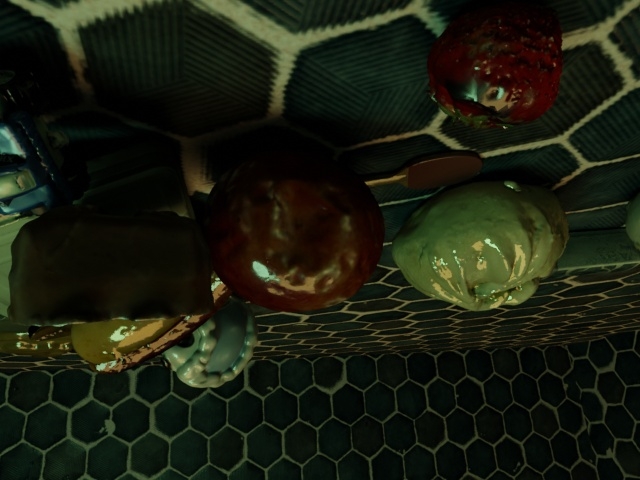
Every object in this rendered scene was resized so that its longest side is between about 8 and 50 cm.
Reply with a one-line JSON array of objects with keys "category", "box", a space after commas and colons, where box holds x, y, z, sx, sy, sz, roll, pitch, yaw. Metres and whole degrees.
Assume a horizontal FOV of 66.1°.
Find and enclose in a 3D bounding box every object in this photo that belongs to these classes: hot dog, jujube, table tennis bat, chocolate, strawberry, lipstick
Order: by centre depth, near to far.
[{"category": "strawberry", "box": [0.131, -0.132, 0.365, 0.106, 0.106, 0.106, -4, 160, -1]}, {"category": "chocolate", "box": [-0.175, 0.020, 0.438, 0.149, 0.093, 0.214, -5, 178, -18]}, {"category": "jujube", "box": [-0.031, -0.006, 0.556, 0.190, 0.189, 0.255, -4, 171, -3]}, {"category": "table tennis bat", "box": [0.120, -0.082, 0.610, 0.157, 0.013, 0.087, -8, 162, 6]}, {"category": "hot dog", "box": [-0.228, 0.096, 0.680, 0.326, 0.107, 0.194, -33, 164, 20]}, {"category": "lipstick", "box": [0.421, 0.028, 0.888, 0.290, 0.076, 0.077, -6, 159, -3]}]

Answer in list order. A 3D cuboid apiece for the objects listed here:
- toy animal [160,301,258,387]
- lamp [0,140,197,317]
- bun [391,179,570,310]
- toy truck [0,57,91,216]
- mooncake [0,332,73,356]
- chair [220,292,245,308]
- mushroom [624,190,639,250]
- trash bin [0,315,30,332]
[{"category": "toy animal", "box": [-0.246, 0.185, 1.039, 0.204, 0.208, 0.156, 25, 106, -49]}, {"category": "lamp", "box": [-0.282, 0.001, 0.577, 0.269, 0.047, 0.266, -23, 163, -14]}, {"category": "bun", "box": [0.226, 0.020, 0.702, 0.259, 0.159, 0.259, -3, 163, -1]}, {"category": "toy truck", "box": [-0.304, -0.054, 0.378, 0.208, 0.126, 0.113, -6, 134, 4]}, {"category": "mooncake", "box": [-0.609, 0.184, 1.044, 0.235, 0.117, 0.235, -5, 163, -1]}, {"category": "chair", "box": [-0.174, 0.075, 0.878, 0.095, 0.104, 0.221, -23, 176, -30]}, {"category": "mushroom", "box": [0.483, -0.068, 0.615, 0.110, 0.097, 0.351, -9, 156, 4]}, {"category": "trash bin", "box": [-0.431, 0.089, 0.810, 0.164, 0.122, 0.240, -15, 160, 27]}]
